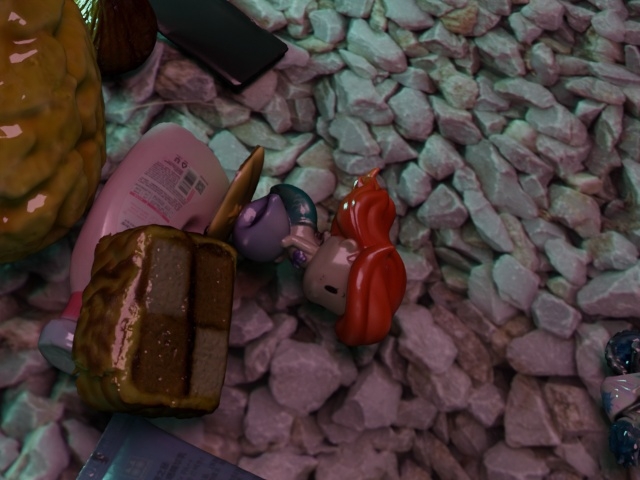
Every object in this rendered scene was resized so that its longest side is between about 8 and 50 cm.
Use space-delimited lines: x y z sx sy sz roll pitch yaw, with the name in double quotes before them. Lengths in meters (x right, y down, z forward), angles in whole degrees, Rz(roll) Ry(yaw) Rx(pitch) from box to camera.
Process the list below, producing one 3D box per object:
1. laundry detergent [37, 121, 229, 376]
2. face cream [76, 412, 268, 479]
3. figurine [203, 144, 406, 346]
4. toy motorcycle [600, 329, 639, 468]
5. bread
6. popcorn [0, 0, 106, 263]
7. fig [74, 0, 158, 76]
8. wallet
"laundry detergent" -0.230 0.014 1.313 0.159 0.088 0.335 48 52 -31
"face cream" -0.079 0.306 1.174 0.385 0.086 0.136 20 51 8
"figurine" 0.001 -0.001 1.348 0.257 0.181 0.208 30 26 0
"toy motorcycle" 0.437 0.231 1.331 0.239 0.108 0.204 23 45 31
"bread" -0.182 0.091 1.217 0.181 0.096 0.222 22 67 -43
"popcorn" -0.427 -0.171 1.253 0.344 0.354 0.390 -8 54 -29
"fig" -0.300 -0.334 1.488 0.133 0.201 0.146 1 49 -1
"wallet" -0.176 -0.324 1.611 0.244 0.025 0.124 39 57 12
